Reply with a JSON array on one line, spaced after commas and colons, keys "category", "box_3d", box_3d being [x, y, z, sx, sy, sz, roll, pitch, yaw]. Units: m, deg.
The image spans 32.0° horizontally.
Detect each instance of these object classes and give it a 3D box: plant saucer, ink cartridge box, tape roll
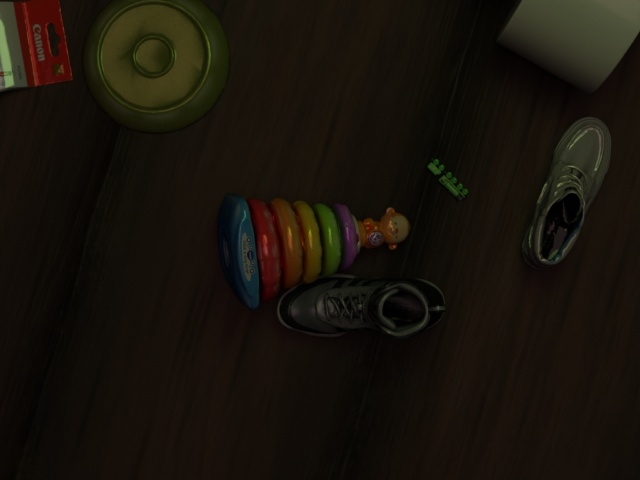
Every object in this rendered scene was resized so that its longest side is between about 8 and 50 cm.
[{"category": "plant saucer", "box_3d": [-0.266, -0.293, 1.785, 0.241, 0.037, 0.241, 0, 89, 1]}, {"category": "ink cartridge box", "box_3d": [-0.501, -0.312, 1.786, 0.179, 0.045, 0.145, -10, 90, 3]}, {"category": "tape roll", "box_3d": [0.395, -0.365, 1.674, 0.169, 0.246, 0.246, 29, 90, 1]}]

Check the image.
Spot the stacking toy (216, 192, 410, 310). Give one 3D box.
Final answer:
[{"category": "stacking toy", "box_3d": [0.000, 0.000, 1.739, 0.302, 0.166, 0.175, -7, 99, -14]}]

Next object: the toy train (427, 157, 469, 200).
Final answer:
[{"category": "toy train", "box_3d": [0.204, -0.097, 1.786, 0.024, 0.017, 0.083, -44, 89, 10]}]

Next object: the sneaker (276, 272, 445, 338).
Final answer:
[{"category": "sneaker", "box_3d": [0.063, 0.100, 1.717, 0.268, 0.153, 0.101, -2, 89, 1]}]

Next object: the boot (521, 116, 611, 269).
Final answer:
[{"category": "boot", "box_3d": [0.393, -0.074, 1.729, 0.095, 0.123, 0.258, 20, 90, 1]}]
